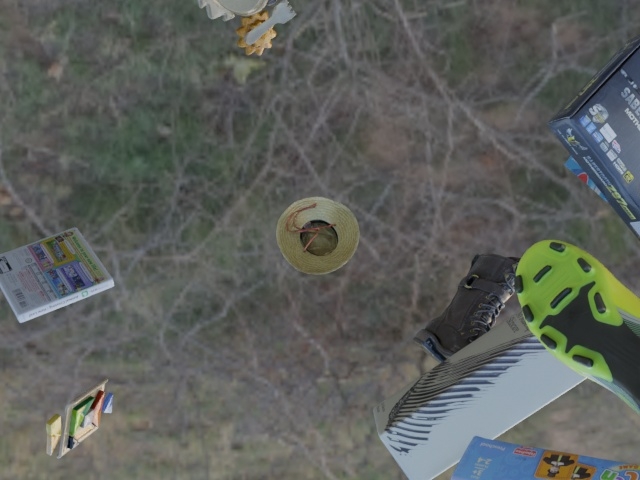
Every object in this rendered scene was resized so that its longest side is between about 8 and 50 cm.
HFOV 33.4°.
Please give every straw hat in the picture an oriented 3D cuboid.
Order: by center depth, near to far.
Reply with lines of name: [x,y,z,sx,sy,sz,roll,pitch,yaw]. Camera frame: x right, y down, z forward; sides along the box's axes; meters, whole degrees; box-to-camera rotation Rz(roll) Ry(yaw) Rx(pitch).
straw hat: [0.000,0.000,1.786,0.144,0.144,0.061,-9,157,6]

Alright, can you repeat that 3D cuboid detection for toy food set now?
toy food set: [-0.113,-0.384,1.527,0.132,0.192,0.038,-25,-168,47]

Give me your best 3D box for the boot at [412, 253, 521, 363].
boot: [0.288,0.122,1.853,0.091,0.229,0.263,44,171,-28]

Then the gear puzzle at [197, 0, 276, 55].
gear puzzle: [-0.139,-0.473,1.870,0.175,0.044,0.339,-29,129,-25]

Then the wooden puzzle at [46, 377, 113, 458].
wooden puzzle: [-0.244,0.185,1.102,0.014,0.116,0.078,25,122,15]

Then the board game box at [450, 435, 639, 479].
board game box: [0.188,0.183,0.556,0.211,0.039,0.160,3,131,39]

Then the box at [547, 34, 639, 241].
box: [0.440,-0.131,1.425,0.232,0.183,0.059,50,162,-12]

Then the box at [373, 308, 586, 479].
box: [0.207,0.195,1.384,0.275,0.094,0.113,-35,-170,4]

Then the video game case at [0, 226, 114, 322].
video game case: [-0.536,0.064,2.113,0.193,0.212,0.023,-22,130,-22]

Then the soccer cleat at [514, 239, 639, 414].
soccer cleat: [0.287,0.102,0.973,0.121,0.289,0.093,25,104,-45]

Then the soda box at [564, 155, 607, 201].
soda box: [0.499,-0.114,1.848,0.067,0.210,0.071,31,104,-15]
